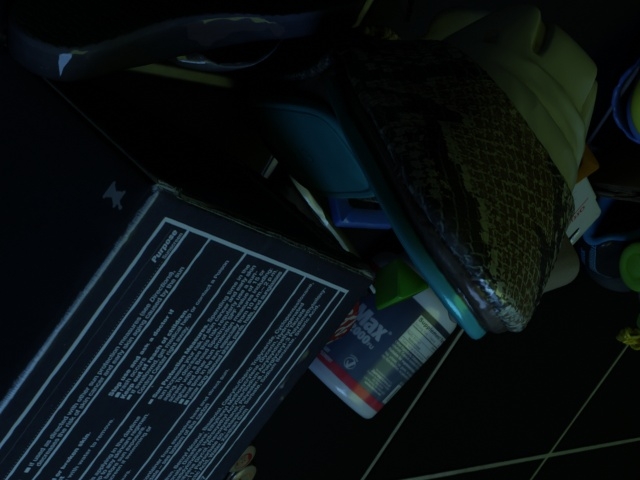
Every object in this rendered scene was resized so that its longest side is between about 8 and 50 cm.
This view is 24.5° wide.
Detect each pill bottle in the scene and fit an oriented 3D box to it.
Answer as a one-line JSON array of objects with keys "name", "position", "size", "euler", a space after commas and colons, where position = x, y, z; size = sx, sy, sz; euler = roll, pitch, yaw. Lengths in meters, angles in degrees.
[{"name": "pill bottle", "position": [0.069, 0.074, 1.431], "size": [0.180, 0.108, 0.108], "euler": [-47, 151, -1]}]

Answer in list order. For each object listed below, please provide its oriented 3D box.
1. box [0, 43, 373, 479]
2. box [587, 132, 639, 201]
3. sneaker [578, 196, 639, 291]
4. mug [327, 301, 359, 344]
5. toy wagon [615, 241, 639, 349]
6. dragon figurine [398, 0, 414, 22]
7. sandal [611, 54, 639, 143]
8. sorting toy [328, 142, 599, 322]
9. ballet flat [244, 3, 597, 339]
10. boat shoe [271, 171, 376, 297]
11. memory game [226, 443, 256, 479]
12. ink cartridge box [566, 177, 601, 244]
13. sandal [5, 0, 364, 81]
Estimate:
[{"name": "box", "position": [-0.166, 0.062, 1.035], "size": [0.296, 0.183, 0.294], "euler": [-53, 151, 7]}, {"name": "box", "position": [0.384, -0.110, 1.588], "size": [0.201, 0.164, 0.021], "euler": [-38, 110, -15]}, {"name": "sneaker", "position": [0.432, -0.084, 1.692], "size": [0.341, 0.125, 0.139], "euler": [-48, 151, 1]}, {"name": "mug", "position": [-0.067, 0.063, 1.276], "size": [0.169, 0.150, 0.113], "euler": [-20, 104, -46]}, {"name": "toy wagon", "position": [0.460, 0.013, 1.682], "size": [0.267, 0.068, 0.344], "euler": [-3, 134, -38]}, {"name": "dragon figurine", "position": [0.112, -0.252, 1.001], "size": [0.144, 0.289, 0.085], "euler": [8, 130, -4]}, {"name": "sandal", "position": [0.408, -0.208, 1.548], "size": [0.317, 0.126, 0.138], "euler": [-44, -176, -17]}, {"name": "sorting toy", "position": [0.134, -0.031, 1.340], "size": [0.348, 0.196, 0.047], "euler": [-15, 168, -41]}, {"name": "ballet flat", "position": [0.074, -0.084, 0.955], "size": [0.182, 0.483, 0.164], "euler": [-36, 108, -3]}, {"name": "boat shoe", "position": [0.000, 0.000, 1.257], "size": [0.042, 0.049, 0.133], "euler": [-37, 106, 5]}, {"name": "memory game", "position": [-0.137, 0.269, 1.495], "size": [0.186, 0.012, 0.186], "euler": [-32, 147, -24]}, {"name": "ink cartridge box", "position": [0.224, -0.043, 1.536], "size": [0.104, 0.061, 0.181], "euler": [-47, 150, -2]}, {"name": "sandal", "position": [-0.090, -0.147, 0.984], "size": [0.254, 0.097, 0.054], "euler": [-14, 136, -29]}]
